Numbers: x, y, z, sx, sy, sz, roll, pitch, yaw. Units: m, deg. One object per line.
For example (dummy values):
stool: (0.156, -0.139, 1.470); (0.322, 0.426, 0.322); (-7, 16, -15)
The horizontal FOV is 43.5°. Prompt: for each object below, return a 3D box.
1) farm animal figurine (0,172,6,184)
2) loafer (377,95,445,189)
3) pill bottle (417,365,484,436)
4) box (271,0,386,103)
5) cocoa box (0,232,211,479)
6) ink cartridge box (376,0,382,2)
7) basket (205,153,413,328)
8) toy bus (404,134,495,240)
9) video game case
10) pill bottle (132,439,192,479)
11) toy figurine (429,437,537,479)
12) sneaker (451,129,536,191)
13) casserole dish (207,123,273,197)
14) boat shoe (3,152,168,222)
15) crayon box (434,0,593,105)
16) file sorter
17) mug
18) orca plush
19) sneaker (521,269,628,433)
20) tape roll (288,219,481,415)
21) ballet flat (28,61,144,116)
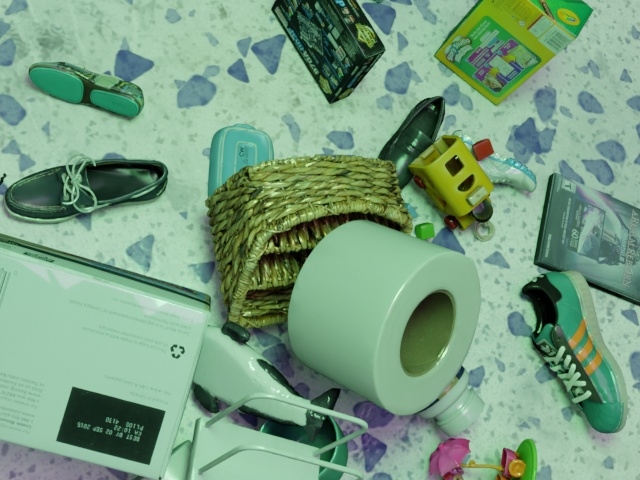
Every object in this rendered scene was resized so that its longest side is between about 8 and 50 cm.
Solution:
farm animal figurine: (-0.628, -0.113, 1.146); (0.326, 0.172, 0.331); (22, 67, -26)
loafer: (0.165, -0.178, 1.472); (0.076, 0.078, 0.223); (33, 66, -6)
pill bottle: (0.180, 0.228, 1.333); (0.187, 0.112, 0.112); (47, 65, 0)
box: (0.009, -0.379, 1.429); (0.051, 0.175, 0.220); (-28, 84, -27)
cocoa box: (-0.340, 0.142, 1.080); (0.346, 0.228, 0.232); (17, 90, -8)
ink cartridge box: (0.042, -0.684, 1.595); (0.324, 0.071, 0.330); (26, 69, -9)
basket: (0.000, 0.000, 1.262); (0.299, 0.213, 0.223); (-3, 75, -34)
toy bus: (0.252, -0.089, 1.423); (0.202, 0.104, 0.191); (2, 98, -18)
video game case: (0.557, 0.002, 1.578); (0.274, 0.026, 0.196); (20, 68, -11)
pill bottle: (-0.143, 0.446, 1.122); (0.176, 0.176, 0.319); (-35, 87, -24)
toy figurine: (0.254, 0.395, 1.326); (0.159, 0.130, 0.173); (14, 94, 0)
sneaker: (0.318, -0.128, 1.523); (0.190, 0.071, 0.083); (27, 80, -5)
casserole dish: (-0.132, -0.121, 1.379); (0.114, 0.037, 0.189); (7, 71, -17)
boat shoe: (-0.366, -0.085, 1.265); (0.254, 0.079, 0.095); (-5, 76, -20)
crayon box: (0.347, -0.381, 1.487); (0.165, 0.278, 0.081); (37, 67, -5)
file sorter: (-0.057, 0.357, 0.998); (0.192, 0.173, 0.278); (21, 54, -24)
mug: (-0.035, 0.332, 1.230); (0.157, 0.097, 0.129); (-29, 54, -1)
orca plush: (-0.096, 0.195, 1.234); (0.287, 0.102, 0.151); (11, 103, 25)
sneaker: (0.444, 0.203, 1.439); (0.120, 0.108, 0.302); (-7, 68, -19)
tape roll: (0.095, 0.108, 1.165); (0.246, 0.169, 0.246); (-22, 121, -42)
ballet flat: (-0.383, -0.258, 1.330); (0.188, 0.070, 0.070); (20, 68, -14)
